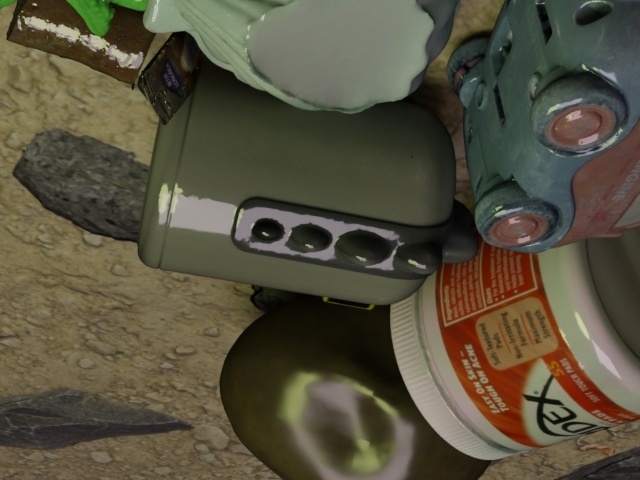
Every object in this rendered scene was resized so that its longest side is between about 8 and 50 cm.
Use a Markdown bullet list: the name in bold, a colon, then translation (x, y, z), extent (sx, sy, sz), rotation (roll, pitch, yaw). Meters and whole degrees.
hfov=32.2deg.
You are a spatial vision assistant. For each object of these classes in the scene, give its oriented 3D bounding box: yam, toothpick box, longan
- **yam**: translation (-0.212, -0.196, 1.003), extent (0.127, 0.084, 0.084), rotation (18, 143, -17)
- **toothpick box**: translation (-0.005, -0.045, 1.057), extent (0.316, 0.229, 0.229), rotation (11, 145, -7)
- **longan**: translation (0.050, 0.194, 1.356), extent (0.350, 0.288, 0.288), rotation (18, 144, -7)

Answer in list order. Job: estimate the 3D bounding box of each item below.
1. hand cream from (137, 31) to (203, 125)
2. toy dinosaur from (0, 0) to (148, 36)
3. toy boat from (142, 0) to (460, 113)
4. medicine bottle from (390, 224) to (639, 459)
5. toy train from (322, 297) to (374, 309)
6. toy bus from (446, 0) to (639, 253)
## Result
- **hand cream**: translation (-0.114, -0.178, 0.941), extent (0.039, 0.163, 0.062), rotation (4, 146, 14)
- **toy dinosaur**: translation (-0.403, -0.310, 0.837), extent (0.375, 0.144, 0.500), rotation (-23, 120, 13)
- **toy boat**: translation (0.009, -0.178, 0.889), extent (0.290, 0.100, 0.199), rotation (4, 129, -32)
- **medicine bottle**: translation (0.243, 0.085, 1.179), extent (0.252, 0.252, 0.241), rotation (32, 139, -31)
- **toy train**: translation (0.000, 0.000, 1.206), extent (0.219, 0.127, 0.089), rotation (11, 144, -8)
- **toy bus**: translation (0.250, -0.122, 0.949), extent (0.232, 0.197, 0.294), rotation (2, 144, -12)
